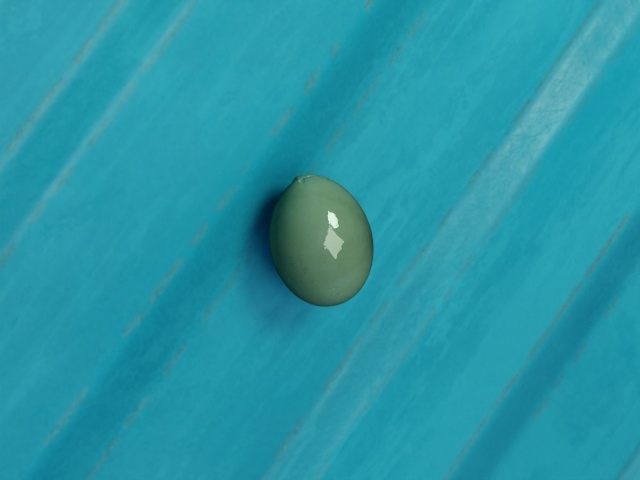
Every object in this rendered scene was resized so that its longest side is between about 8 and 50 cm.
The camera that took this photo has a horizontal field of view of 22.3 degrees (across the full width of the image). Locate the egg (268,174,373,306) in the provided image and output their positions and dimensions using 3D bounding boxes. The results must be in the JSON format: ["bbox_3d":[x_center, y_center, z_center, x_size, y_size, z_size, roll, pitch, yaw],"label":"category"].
[{"bbox_3d":[0.000,0.000,1.774,0.114,0.114,0.152,-25,112,-24],"label":"egg"}]
